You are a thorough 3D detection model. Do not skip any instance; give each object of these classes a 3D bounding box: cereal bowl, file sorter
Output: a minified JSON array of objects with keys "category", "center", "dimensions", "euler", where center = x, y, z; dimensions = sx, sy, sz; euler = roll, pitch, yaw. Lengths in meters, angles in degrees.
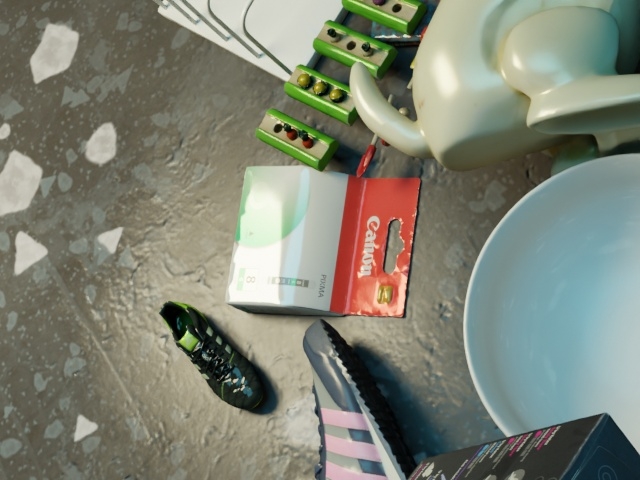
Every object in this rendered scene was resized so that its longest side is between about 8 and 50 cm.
[{"category":"cereal bowl","center":[0.323,0.092,1.178],"dimensions":[0.339,0.141,0.339],"euler":[-9,69,25]},{"category":"file sorter","center":[-0.112,-0.366,1.540],"dimensions":[0.277,0.173,0.193],"euler":[32,89,32]}]

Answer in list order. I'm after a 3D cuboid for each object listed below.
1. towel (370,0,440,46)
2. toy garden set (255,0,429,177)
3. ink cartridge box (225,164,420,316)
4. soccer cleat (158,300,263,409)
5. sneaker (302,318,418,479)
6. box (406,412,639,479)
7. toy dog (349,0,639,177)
[{"category":"towel","center":[0.210,-0.420,1.470],"dimensions":[0.271,0.040,0.370],"euler":[3,77,29]},{"category":"toy garden set","center":[0.053,-0.196,1.423],"dimensions":[0.203,0.049,0.244],"euler":[30,85,31]},{"category":"ink cartridge box","center":[0.000,0.000,1.431],"dimensions":[0.224,0.056,0.181],"euler":[0,74,29]},{"category":"soccer cleat","center":[-0.139,0.142,1.443],"dimensions":[0.060,0.072,0.179],"euler":[-49,59,6]},{"category":"sneaker","center":[0.027,0.241,1.301],"dimensions":[0.131,0.112,0.319],"euler":[-32,60,12]},{"category":"box","center":[0.186,0.287,1.085],"dimensions":[0.165,0.143,0.270],"euler":[51,142,-7]},{"category":"toy dog","center":[0.235,-0.281,1.242],"dimensions":[0.395,0.284,0.408],"euler":[-6,76,26]}]
